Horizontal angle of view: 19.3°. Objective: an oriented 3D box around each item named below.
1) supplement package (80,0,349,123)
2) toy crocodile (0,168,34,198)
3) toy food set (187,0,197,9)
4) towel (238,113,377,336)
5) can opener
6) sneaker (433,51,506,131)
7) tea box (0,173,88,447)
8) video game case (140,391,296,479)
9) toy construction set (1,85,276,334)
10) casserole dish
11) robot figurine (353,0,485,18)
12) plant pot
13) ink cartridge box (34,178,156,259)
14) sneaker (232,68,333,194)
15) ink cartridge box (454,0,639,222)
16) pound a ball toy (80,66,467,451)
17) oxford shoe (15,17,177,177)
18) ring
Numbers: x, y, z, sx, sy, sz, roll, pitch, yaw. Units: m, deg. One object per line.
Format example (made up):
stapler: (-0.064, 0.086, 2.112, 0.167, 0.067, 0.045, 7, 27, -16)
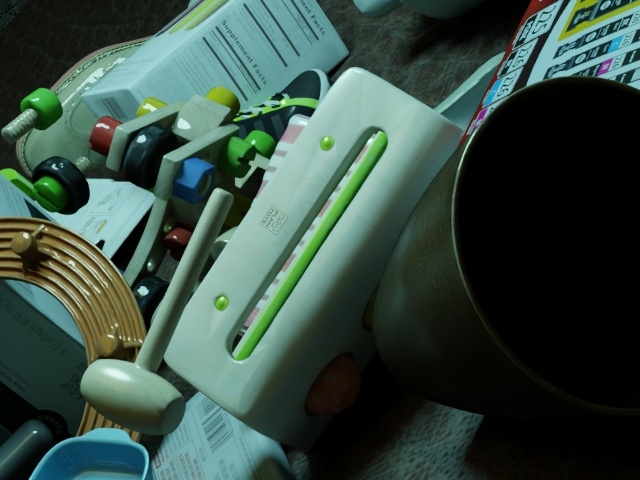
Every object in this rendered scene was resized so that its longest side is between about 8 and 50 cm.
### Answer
supplement package: (-0.115, -0.184, 2.080, 0.244, 0.134, 0.139, -43, 20, -23)
toy crocodile: (-0.434, 0.043, 2.292, 0.105, 0.115, 0.340, -28, 23, 34)
toy food set: (-0.079, -0.337, 2.445, 0.111, 0.104, 0.232, 24, 87, 53)
towel: (0.000, 0.000, 1.561, 0.144, 0.029, 0.197, 20, 85, 32)
can opener: (-0.351, 0.281, 1.774, 0.283, 0.076, 0.095, -45, 22, -6)
sneaker: (0.127, -0.065, 1.552, 0.222, 0.083, 0.118, -50, 27, -7)
tea box: (-0.406, 0.114, 1.907, 0.323, 0.220, 0.329, -43, 34, 6)
video game case: (-0.142, 0.265, 1.489, 0.300, 0.036, 0.329, -42, 22, 4)
toy construction set: (-0.082, -0.056, 1.773, 0.309, 0.257, 0.237, 8, 39, 38)
casserole dish: (-0.197, 0.234, 1.497, 0.114, 0.037, 0.188, 1, 50, 32)
robot figurine: (0.163, -0.350, 1.849, 0.353, 0.200, 0.300, -28, 12, 35)
plant pot: (0.131, 0.032, 1.245, 0.215, 0.215, 0.230, -56, 10, -27)
ink cartridge box: (-0.302, 0.043, 2.148, 0.239, 0.060, 0.275, 3, 49, 47)
sneaker: (-0.077, -0.108, 1.971, 0.234, 0.097, 0.084, -52, 23, -20)
ink cartridge box: (0.265, -0.136, 1.370, 0.272, 0.130, 0.309, -23, 29, 44)
pound a ball toy: (-0.009, 0.033, 1.415, 0.136, 0.208, 0.319, 33, 90, 26)
oxford shoe: (-0.199, -0.171, 2.217, 0.348, 0.123, 0.130, -34, 32, -5)
ring: (-0.302, 0.135, 1.643, 0.337, 0.032, 0.336, -8, 68, 21)
